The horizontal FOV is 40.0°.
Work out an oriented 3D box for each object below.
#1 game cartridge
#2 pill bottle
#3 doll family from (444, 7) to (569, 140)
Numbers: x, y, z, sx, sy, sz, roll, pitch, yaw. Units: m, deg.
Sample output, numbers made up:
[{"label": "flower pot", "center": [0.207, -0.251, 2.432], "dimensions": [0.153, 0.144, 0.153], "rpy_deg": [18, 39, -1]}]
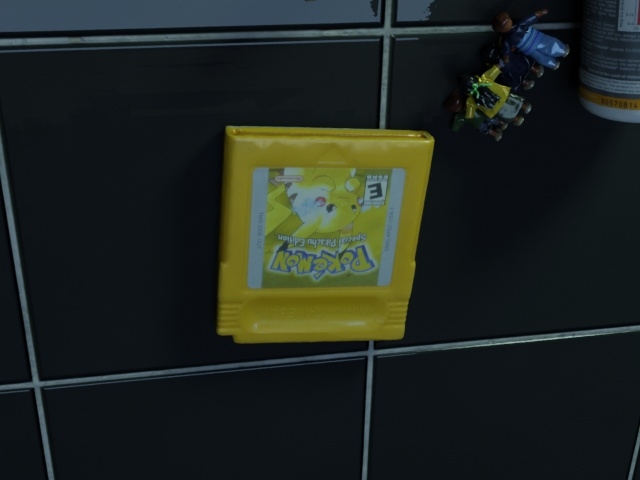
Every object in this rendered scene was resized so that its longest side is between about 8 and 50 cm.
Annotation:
[{"label": "game cartridge", "center": [0.000, 0.000, 1.233], "dimensions": [0.285, 0.052, 0.323], "rpy_deg": [0, 116, -12]}, {"label": "pill bottle", "center": [0.412, -0.301, 1.105], "dimensions": [0.162, 0.162, 0.278], "rpy_deg": [-9, 118, -7]}, {"label": "doll family", "center": [0.238, -0.220, 1.163], "dimensions": [0.111, 0.076, 0.193], "rpy_deg": [26, 104, -18]}]
